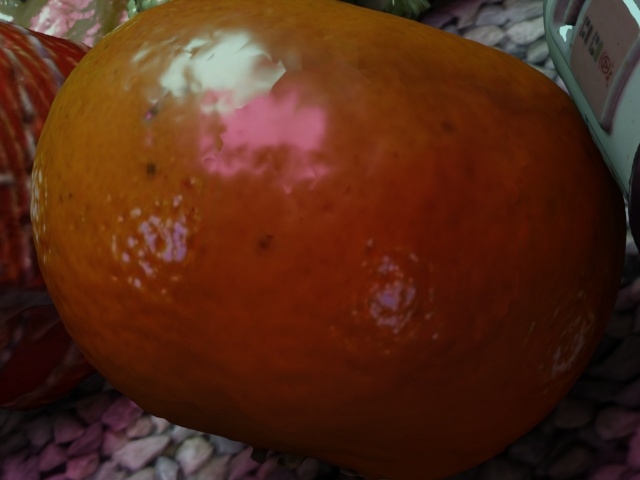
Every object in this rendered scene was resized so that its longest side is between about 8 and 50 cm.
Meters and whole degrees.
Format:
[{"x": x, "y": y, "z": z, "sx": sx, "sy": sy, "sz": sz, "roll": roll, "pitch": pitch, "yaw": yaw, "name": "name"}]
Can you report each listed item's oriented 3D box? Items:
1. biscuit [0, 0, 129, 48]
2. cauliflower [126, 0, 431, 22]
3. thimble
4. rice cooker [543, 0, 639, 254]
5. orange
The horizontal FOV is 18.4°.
[{"x": -0.271, "y": -0.167, "z": 1.930, "sx": 0.237, "sy": 0.062, "sz": 0.291, "roll": -12, "pitch": 63, "yaw": 12, "name": "biscuit"}, {"x": -0.032, "y": -0.209, "z": 1.651, "sx": 0.272, "sy": 0.250, "sz": 0.275, "roll": -57, "pitch": 22, "yaw": 26, "name": "cauliflower"}, {"x": -0.307, "y": -0.034, "z": 1.687, "sx": 0.350, "sy": 0.230, "sz": 0.350, "roll": -12, "pitch": 73, "yaw": 42, "name": "thimble"}, {"x": 0.286, "y": -0.103, "z": 1.225, "sx": 0.316, "sy": 0.264, "sz": 0.317, "roll": -175, "pitch": 90, "yaw": -66, "name": "rice cooker"}, {"x": 0.000, "y": 0.000, "z": 1.402, "sx": 0.424, "sy": 0.424, "sz": 0.326, "roll": 15, "pitch": 94, "yaw": 42, "name": "orange"}]
